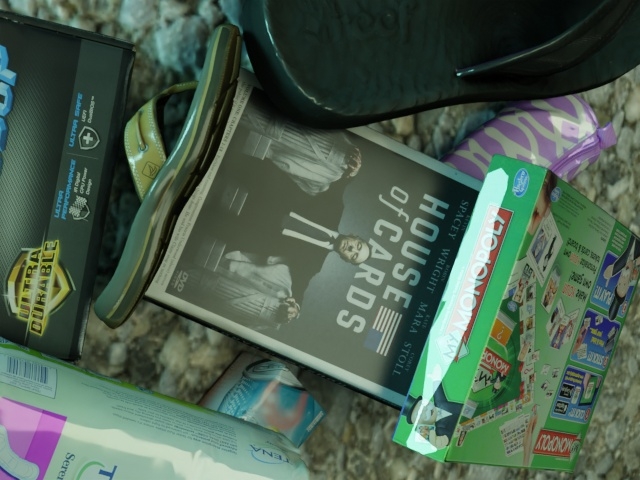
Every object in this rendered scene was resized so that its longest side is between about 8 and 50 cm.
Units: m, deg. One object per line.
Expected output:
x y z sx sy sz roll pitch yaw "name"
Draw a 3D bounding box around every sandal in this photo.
0.148 -0.184 1.043 0.445 0.107 0.168 -23 87 -36 "sandal"
-0.110 -0.049 0.927 0.060 0.090 0.219 24 89 0 "sandal"

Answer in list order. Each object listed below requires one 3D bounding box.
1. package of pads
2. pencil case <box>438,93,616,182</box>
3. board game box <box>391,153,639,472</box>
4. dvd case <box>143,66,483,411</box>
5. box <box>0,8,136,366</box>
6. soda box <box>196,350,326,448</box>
-0.157 0.234 0.878 0.229 0.101 0.297 20 97 -19 "package of pads"
0.137 -0.042 1.106 0.206 0.088 0.086 -41 124 -23 "pencil case"
0.169 0.071 1.079 0.317 0.046 0.214 22 88 -62 "board game box"
0.000 0.000 0.998 0.238 0.029 0.179 24 82 -9 "dvd case"
-0.221 -0.038 0.882 0.175 0.051 0.220 10 91 -36 "box"
-0.082 0.169 1.000 0.183 0.063 0.058 -50 120 -19 "soda box"
